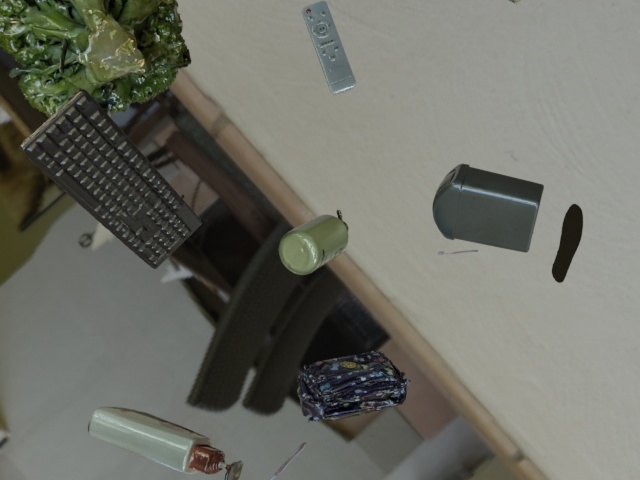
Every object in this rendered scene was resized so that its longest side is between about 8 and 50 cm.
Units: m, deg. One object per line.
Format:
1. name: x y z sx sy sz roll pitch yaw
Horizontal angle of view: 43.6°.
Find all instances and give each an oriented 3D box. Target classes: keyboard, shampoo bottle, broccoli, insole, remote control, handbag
1. keyboard: -0.234 -0.062 0.957 0.018 0.101 0.310 39 170 29
2. shampoo bottle: -0.243 0.352 1.361 0.284 0.071 0.153 9 167 30
3. shampoo bottle: 0.000 0.000 1.386 0.079 0.079 0.162 47 -146 9
4. broccoli: -0.369 -0.324 1.279 0.321 0.304 0.283 44 180 -34
5. insole: 0.658 0.012 2.129 0.080 0.003 0.232 -129 39 -53
6. remote control: 0.015 -0.346 1.440 0.027 0.050 0.184 64 -172 -74
7. handbag: 0.075 0.336 1.858 0.162 0.260 0.113 -128 33 -59

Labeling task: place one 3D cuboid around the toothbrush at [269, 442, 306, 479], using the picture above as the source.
1. toothbrush: -0.092 0.572 2.025 0.013 0.193 0.019 49 -154 25

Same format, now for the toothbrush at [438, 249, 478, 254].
1. toothbrush: 0.328 0.027 1.914 0.006 0.097 0.008 38 -130 -63

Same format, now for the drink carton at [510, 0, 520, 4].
1. drink carton: 0.428 -0.596 1.701 0.071 0.166 0.056 25 -178 -6

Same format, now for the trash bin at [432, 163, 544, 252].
1. trash bin: 0.376 -0.074 1.831 0.236 0.101 0.177 14 132 14
